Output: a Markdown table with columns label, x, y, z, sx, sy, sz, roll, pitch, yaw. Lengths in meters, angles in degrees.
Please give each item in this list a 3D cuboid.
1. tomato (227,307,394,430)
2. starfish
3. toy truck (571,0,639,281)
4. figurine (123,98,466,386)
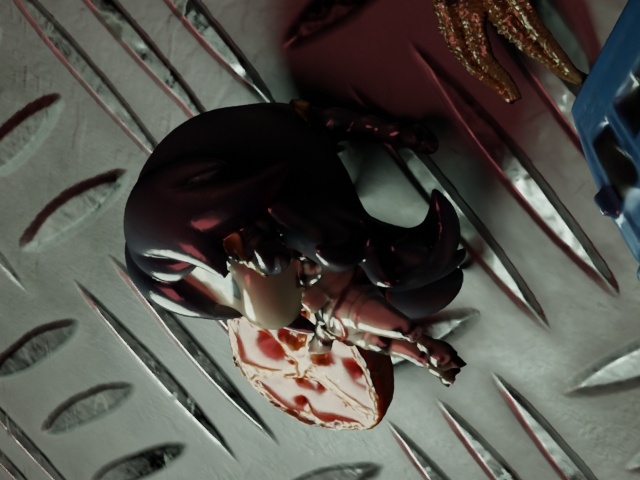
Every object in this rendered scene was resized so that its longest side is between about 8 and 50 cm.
| label | x | y | z | sx | sy | sz | roll | pitch | yaw |
| --- | --- | --- | --- | --- | --- | --- | --- | --- | --- |
| tomato | -0.001 | 0.081 | 1.390 | 0.155 | 0.069 | 0.156 | 23 | 139 | 22 |
| starfish | 0.093 | -0.176 | 1.055 | 0.217 | 0.050 | 0.223 | -11 | 130 | 42 |
| toy truck | 0.262 | -0.121 | 0.840 | 0.162 | 0.161 | 0.385 | 64 | 153 | 27 |
| figurine | -0.010 | 0.000 | 1.216 | 0.265 | 0.197 | 0.175 | 12 | 137 | 8 |
